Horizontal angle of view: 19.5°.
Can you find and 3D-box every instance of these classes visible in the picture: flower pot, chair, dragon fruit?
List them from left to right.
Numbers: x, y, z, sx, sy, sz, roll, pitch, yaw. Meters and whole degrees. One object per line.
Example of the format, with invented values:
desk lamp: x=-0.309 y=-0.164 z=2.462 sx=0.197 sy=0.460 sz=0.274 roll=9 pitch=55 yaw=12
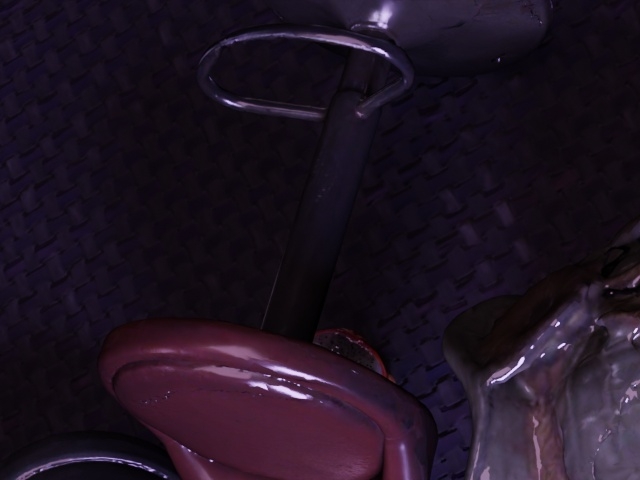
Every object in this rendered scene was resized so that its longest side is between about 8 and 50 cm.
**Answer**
chair: x=0.000 y=0.000 z=1.191 sx=0.227 sy=0.226 sz=0.401 roll=6 pitch=66 yaw=22
dragon fruit: x=0.014 y=0.096 z=1.301 sx=0.083 sy=0.056 sz=0.060 roll=19 pitch=68 yaw=19
flower pot: x=0.207 y=0.118 z=1.100 sx=0.213 sy=0.302 sz=0.301 roll=-16 pitch=72 yaw=19

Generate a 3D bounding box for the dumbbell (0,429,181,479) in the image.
dumbbell: x=-0.140 y=0.264 z=1.174 sx=0.185 sy=0.185 sz=0.388 roll=-37 pitch=24 yaw=9
